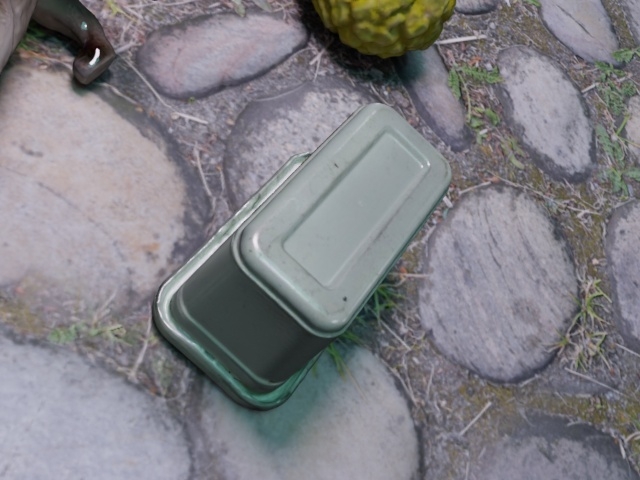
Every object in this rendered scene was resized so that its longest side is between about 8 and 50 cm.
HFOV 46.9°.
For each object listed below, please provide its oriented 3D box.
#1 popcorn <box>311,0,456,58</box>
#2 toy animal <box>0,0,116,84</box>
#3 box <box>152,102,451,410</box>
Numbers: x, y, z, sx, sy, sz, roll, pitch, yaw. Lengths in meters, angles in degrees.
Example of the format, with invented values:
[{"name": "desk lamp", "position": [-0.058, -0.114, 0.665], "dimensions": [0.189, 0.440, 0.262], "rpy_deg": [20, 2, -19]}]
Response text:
[{"name": "popcorn", "position": [0.095, -0.378, 1.001], "dimensions": [0.259, 0.212, 0.259], "rpy_deg": [9, 69, -23]}, {"name": "toy animal", "position": [-0.359, -0.246, 0.686], "dimensions": [0.303, 0.194, 0.344], "rpy_deg": [44, 48, -8]}, {"name": "box", "position": [0.000, 0.000, 0.760], "dimensions": [0.175, 0.182, 0.312], "rpy_deg": [44, 52, -3]}]
